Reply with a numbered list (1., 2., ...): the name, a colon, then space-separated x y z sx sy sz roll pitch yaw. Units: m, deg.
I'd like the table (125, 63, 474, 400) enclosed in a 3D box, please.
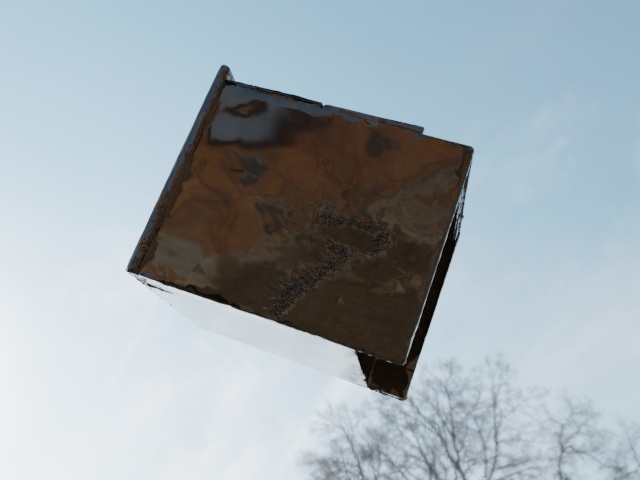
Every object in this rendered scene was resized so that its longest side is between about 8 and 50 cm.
1. table: 0.000 0.000 0.537 0.193 0.173 0.169 17 -17 14
